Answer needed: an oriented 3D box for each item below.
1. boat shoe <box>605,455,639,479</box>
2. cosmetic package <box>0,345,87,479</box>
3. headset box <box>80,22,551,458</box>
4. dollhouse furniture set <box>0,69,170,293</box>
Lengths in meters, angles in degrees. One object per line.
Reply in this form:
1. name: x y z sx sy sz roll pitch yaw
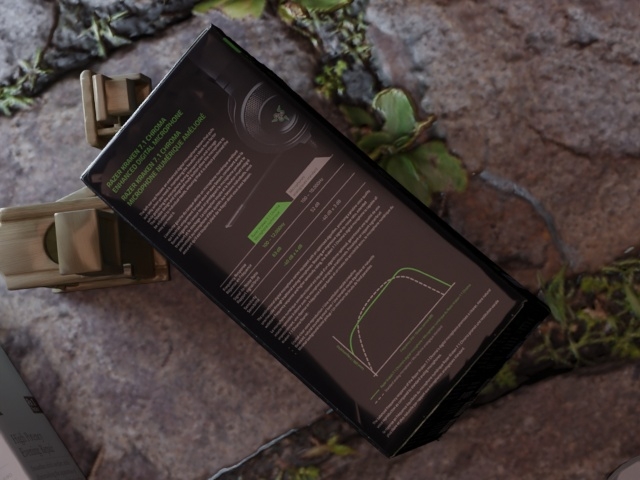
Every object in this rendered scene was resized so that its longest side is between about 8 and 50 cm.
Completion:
1. boat shoe: 0.339 0.157 1.220 0.306 0.105 0.113 -18 87 14
2. cosmetic package: -0.256 0.132 1.318 0.085 0.117 0.231 -33 83 6
3. headset box: 0.000 0.000 1.218 0.283 0.246 0.131 41 94 11
4. dollhouse furniture set: -0.183 -0.048 1.283 0.101 0.182 0.161 -7 85 9
